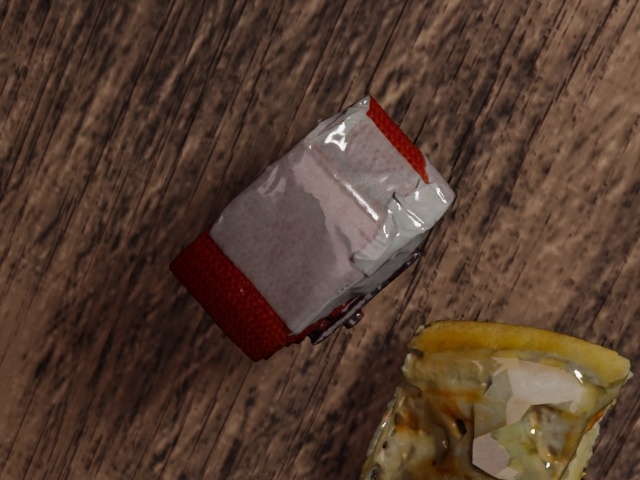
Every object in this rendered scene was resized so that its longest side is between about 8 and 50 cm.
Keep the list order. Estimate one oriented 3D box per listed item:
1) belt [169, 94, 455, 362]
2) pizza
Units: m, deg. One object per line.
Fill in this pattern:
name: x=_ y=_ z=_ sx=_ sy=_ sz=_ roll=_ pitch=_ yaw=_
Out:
belt: x=0.000 y=0.000 z=1.312 sx=0.201 sy=0.128 sz=0.124 roll=-41 pitch=89 yaw=21
pizza: x=0.116 y=0.198 z=1.357 sx=0.189 sy=0.071 sz=0.297 roll=18 pitch=109 yaw=13
